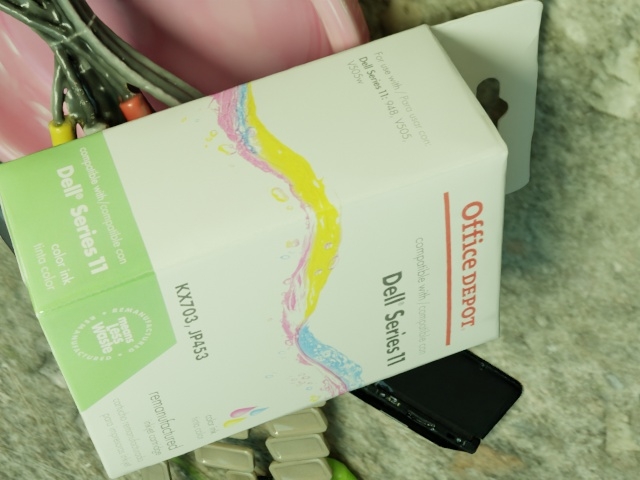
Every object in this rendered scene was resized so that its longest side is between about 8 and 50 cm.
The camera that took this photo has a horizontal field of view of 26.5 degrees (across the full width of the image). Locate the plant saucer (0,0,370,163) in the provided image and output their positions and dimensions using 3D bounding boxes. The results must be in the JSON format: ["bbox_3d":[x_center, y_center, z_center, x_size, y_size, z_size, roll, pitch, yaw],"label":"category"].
[{"bbox_3d":[-0.121,-0.147,0.922,0.332,0.084,0.332,12,138,11],"label":"plant saucer"}]

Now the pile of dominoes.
[{"bbox_3d":[-0.077,0.199,1.281,0.196,0.040,0.251,6,128,15],"label":"pile of dominoes"}]

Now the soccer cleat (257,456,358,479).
[{"bbox_3d":[-0.035,0.263,1.351,0.179,0.060,0.072,-24,127,36],"label":"soccer cleat"}]

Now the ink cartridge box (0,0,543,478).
[{"bbox_3d":[0.000,0.000,0.860,0.353,0.119,0.207,-20,144,-8],"label":"ink cartridge box"}]

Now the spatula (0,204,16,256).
[{"bbox_3d":[-0.284,-0.078,1.074,0.084,0.030,0.296,-16,110,35],"label":"spatula"}]

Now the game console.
[{"bbox_3d":[0.094,0.127,1.188,0.122,0.071,0.107,32,167,-13],"label":"game console"}]

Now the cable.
[{"bbox_3d":[-0.149,-0.105,0.860,0.139,0.072,0.287,-8,132,22],"label":"cable"}]
